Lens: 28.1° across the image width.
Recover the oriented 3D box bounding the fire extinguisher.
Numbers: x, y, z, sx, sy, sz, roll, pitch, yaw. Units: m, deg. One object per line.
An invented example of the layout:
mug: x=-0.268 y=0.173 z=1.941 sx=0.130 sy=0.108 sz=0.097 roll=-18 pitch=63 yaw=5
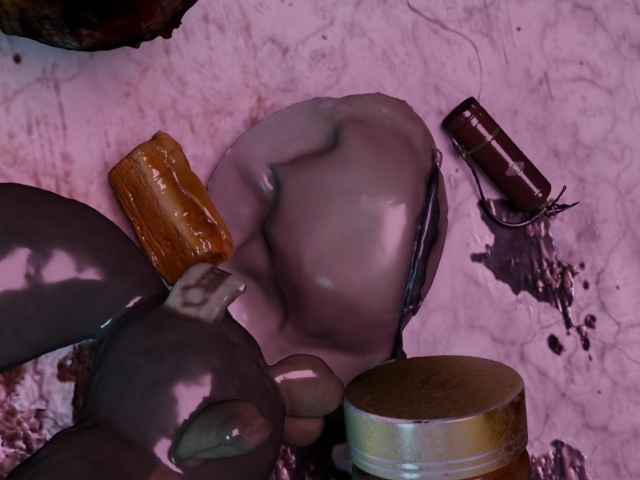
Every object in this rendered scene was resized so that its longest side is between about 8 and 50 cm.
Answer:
fire extinguisher: x=0.185 y=-0.070 z=1.307 sx=0.078 sy=0.045 sz=0.157 roll=-43 pitch=101 yaw=4

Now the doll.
doll: x=-0.211 y=0.182 z=1.015 sx=0.379 sy=0.252 sz=0.382 roll=30 pitch=62 yaw=18

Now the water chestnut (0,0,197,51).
water chestnut: x=-0.225 y=-0.313 z=1.028 sx=0.302 sy=0.350 sz=0.350 roll=-9 pitch=84 yaw=-5

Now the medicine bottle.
medicine bottle: x=0.110 y=0.273 z=1.097 sx=0.151 sy=0.151 sz=0.322 roll=-14 pitch=106 yaw=-26

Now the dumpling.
dumpling: x=0.012 y=0.003 z=1.149 sx=0.205 sy=0.163 sz=0.293 roll=17 pitch=89 yaw=-26

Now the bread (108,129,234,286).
bread: x=-0.132 y=-0.027 z=1.125 sx=0.053 sy=0.074 sz=0.132 roll=-16 pitch=70 yaw=-51
